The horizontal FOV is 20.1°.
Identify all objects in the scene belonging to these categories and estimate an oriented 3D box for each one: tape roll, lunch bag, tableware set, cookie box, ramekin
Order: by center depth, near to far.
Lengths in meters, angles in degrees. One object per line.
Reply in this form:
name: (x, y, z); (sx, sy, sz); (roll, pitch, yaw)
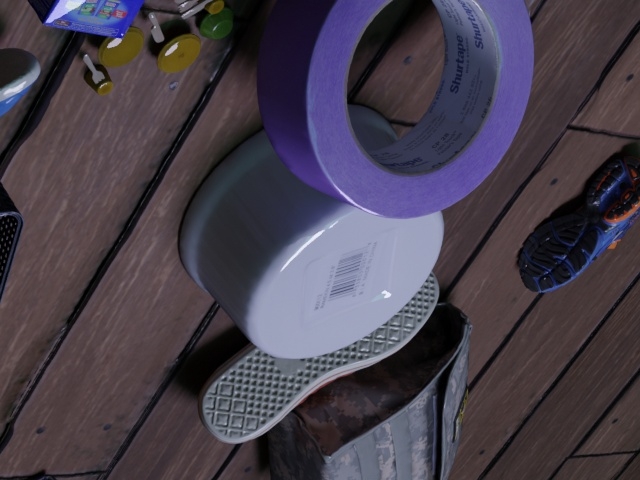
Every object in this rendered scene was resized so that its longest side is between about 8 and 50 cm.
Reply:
cookie box: (-0.189, -0.234, 1.568); (0.092, 0.040, 0.107); (5, 129, -46)
tableware set: (-0.152, -0.188, 1.681); (0.154, 0.024, 0.104); (-34, 150, -8)
tape roll: (0.076, -0.164, 1.755); (0.274, 0.090, 0.275); (-12, 112, -31)
ramekin: (0.000, 0.000, 1.951); (0.277, 0.135, 0.277); (-25, 146, -19)
lunch bag: (0.083, 0.230, 2.292); (0.287, 0.169, 0.235); (-31, 144, -24)

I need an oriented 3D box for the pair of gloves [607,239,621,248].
pair of gloves: (0.386, -0.015, 2.410); (0.074, 0.010, 0.083); (-5, 138, -42)

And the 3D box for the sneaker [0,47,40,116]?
sneaker: (-0.305, -0.106, 1.599); (0.152, 0.058, 0.084); (-31, 141, -1)

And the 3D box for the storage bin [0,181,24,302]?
storage bin: (-0.362, 0.017, 1.679); (0.122, 0.084, 0.180); (-9, 137, -35)

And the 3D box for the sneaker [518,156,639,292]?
sneaker: (0.349, -0.010, 2.322); (0.221, 0.083, 0.087); (-42, 155, 14)

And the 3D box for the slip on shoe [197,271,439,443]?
slip on shoe: (-0.006, 0.124, 2.143); (0.331, 0.123, 0.101); (-36, 180, -11)

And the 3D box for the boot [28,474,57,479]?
boot: (-0.382, 0.339, 2.087); (0.190, 0.069, 0.086); (-29, 140, -27)
